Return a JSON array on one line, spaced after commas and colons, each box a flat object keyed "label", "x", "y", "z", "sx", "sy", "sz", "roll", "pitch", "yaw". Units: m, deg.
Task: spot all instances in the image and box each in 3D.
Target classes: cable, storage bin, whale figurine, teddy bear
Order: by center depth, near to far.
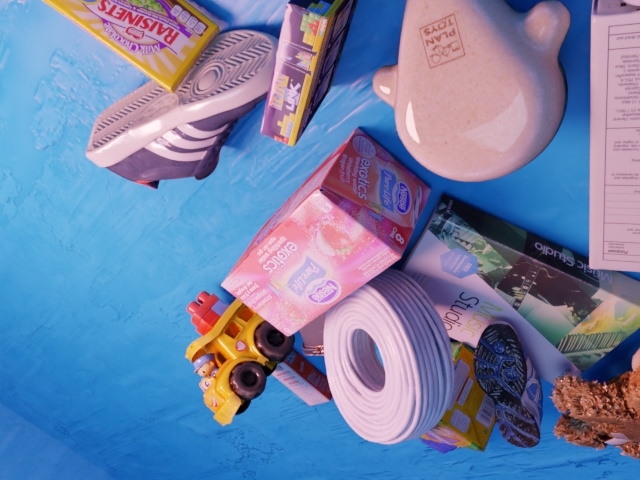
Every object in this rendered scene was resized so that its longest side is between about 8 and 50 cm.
[{"label": "whale figurine", "x": 0.158, "y": -0.202, "z": 0.646, "sx": 0.216, "sy": 0.141, "sz": 0.271, "roll": -15, "pitch": 99, "yaw": 37}, {"label": "teddy bear", "x": 0.472, "y": 0.239, "z": 0.902, "sx": 0.245, "sy": 0.113, "sz": 0.338, "roll": 0, "pitch": 147, "yaw": 21}, {"label": "cable", "x": 0.092, "y": 0.174, "z": 0.918, "sx": 0.257, "sy": 0.089, "sz": 0.257, "roll": -51, "pitch": 55, "yaw": 53}, {"label": "storage bin", "x": 0.015, "y": 0.149, "z": 1.086, "sx": 0.135, "sy": 0.098, "sz": 0.091, "roll": -8, "pitch": 117, "yaw": 34}]

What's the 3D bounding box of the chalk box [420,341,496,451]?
[{"label": "chalk box", "x": 0.189, "y": 0.261, "z": 1.046, "sx": 0.132, "sy": 0.132, "sz": 0.213, "roll": 40, "pitch": 155, "yaw": -19}]

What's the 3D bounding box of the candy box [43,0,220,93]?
[{"label": "candy box", "x": -0.241, "y": -0.289, "z": 0.764, "sx": 0.206, "sy": 0.105, "sz": 0.027, "roll": 35, "pitch": 179, "yaw": -4}]

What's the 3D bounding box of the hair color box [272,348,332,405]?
[{"label": "hair color box", "x": -0.042, "y": 0.291, "z": 1.290, "sx": 0.141, "sy": 0.043, "sz": 0.072, "roll": 44, "pitch": 136, "yaw": -19}]

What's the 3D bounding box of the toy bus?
[{"label": "toy bus", "x": -0.179, "y": 0.204, "z": 1.152, "sx": 0.212, "sy": 0.220, "sz": 0.149, "roll": 37, "pitch": 143, "yaw": -1}]

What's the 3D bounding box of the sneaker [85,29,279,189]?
[{"label": "sneaker", "x": -0.163, "y": -0.166, "z": 0.851, "sx": 0.350, "sy": 0.131, "sz": 0.148, "roll": -15, "pitch": 144, "yaw": 32}]

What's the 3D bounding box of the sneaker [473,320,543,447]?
[{"label": "sneaker", "x": 0.292, "y": 0.212, "z": 0.931, "sx": 0.080, "sy": 0.081, "sz": 0.211, "roll": -4, "pitch": 113, "yaw": 33}]

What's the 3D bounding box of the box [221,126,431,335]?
[{"label": "box", "x": 0.000, "y": 0.000, "z": 0.888, "sx": 0.142, "sy": 0.154, "sz": 0.300, "roll": 39, "pitch": 137, "yaw": -9}]

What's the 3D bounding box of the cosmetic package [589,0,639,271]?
[{"label": "cosmetic package", "x": 0.362, "y": -0.112, "z": 0.618, "sx": 0.160, "sy": 0.113, "sz": 0.309, "roll": 3, "pitch": 134, "yaw": 25}]

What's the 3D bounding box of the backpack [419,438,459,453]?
[{"label": "backpack", "x": 0.232, "y": 0.346, "z": 1.165, "sx": 0.101, "sy": 0.098, "sz": 0.120, "roll": 28, "pitch": 152, "yaw": 14}]

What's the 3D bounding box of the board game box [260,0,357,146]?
[{"label": "board game box", "x": -0.009, "y": -0.215, "z": 0.688, "sx": 0.048, "sy": 0.141, "sz": 0.170, "roll": 25, "pitch": 138, "yaw": 4}]

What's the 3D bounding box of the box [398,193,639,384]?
[{"label": "box", "x": 0.278, "y": 0.086, "z": 0.902, "sx": 0.322, "sy": 0.058, "sz": 0.232, "roll": 23, "pitch": 139, "yaw": 3}]

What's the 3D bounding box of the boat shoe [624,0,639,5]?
[{"label": "boat shoe", "x": 0.386, "y": -0.293, "z": 0.406, "sx": 0.367, "sy": 0.135, "sz": 0.156, "roll": -11, "pitch": 126, "yaw": 32}]
